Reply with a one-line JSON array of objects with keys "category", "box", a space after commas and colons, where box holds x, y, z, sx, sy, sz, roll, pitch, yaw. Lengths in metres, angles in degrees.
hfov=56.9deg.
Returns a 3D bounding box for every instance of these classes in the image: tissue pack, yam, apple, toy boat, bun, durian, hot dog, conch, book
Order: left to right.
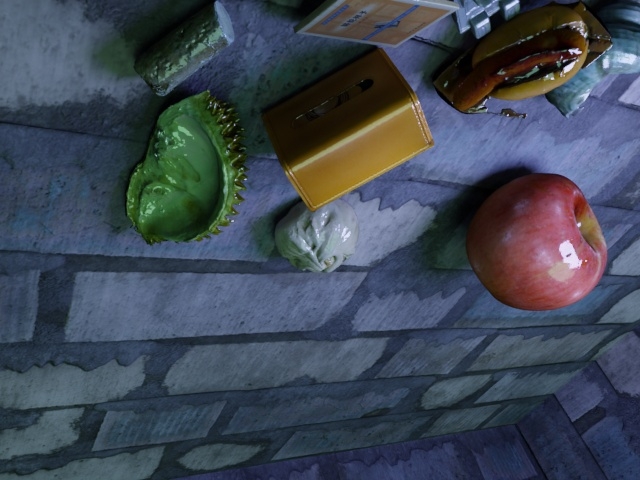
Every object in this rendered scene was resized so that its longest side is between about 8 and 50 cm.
[{"category": "yam", "box": [-0.222, -0.317, 0.983, 0.179, 0.078, 0.078, -32, 142, 10]}, {"category": "durian", "box": [-0.260, -0.108, 1.159, 0.198, 0.163, 0.394, 15, 135, -37]}, {"category": "bun", "box": [0.000, 0.000, 1.443, 0.231, 0.133, 0.231, -15, 145, -11]}, {"category": "tissue pack", "box": [0.047, -0.221, 1.150, 0.274, 0.194, 0.145, -28, 139, 5]}, {"category": "book", "box": [0.098, -0.382, 1.017, 0.241, 0.018, 0.170, -7, 175, -36]}, {"category": "toy boat", "box": [0.277, -0.465, 0.993, 0.141, 0.092, 0.319, -31, 159, 11]}, {"category": "hot dog", "box": [0.393, -0.338, 1.154, 0.326, 0.107, 0.194, -36, 98, 24]}, {"category": "apple", "box": [0.565, 0.011, 1.584, 0.363, 0.364, 0.364, -15, 142, -12]}, {"category": "conch", "box": [0.598, -0.392, 1.259, 0.220, 0.195, 0.277, -5, 121, -61]}]
